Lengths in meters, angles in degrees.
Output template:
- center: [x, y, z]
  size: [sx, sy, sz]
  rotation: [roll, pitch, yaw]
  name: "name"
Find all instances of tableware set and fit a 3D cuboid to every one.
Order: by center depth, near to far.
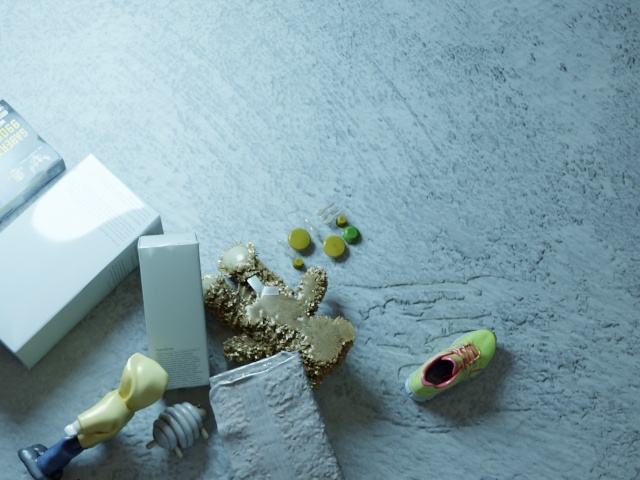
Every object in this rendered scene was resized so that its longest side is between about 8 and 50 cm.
- center: [0.000, 0.000, 1.916]
  size: [0.154, 0.024, 0.104]
  rotation: [-37, 82, -18]
  name: "tableware set"

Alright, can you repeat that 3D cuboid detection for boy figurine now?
- center: [-0.394, 0.313, 1.669]
  size: [0.285, 0.177, 0.092]
  rotation: [-42, 81, 4]
  name: "boy figurine"

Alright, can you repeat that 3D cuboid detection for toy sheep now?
- center: [-0.261, 0.345, 1.735]
  size: [0.132, 0.091, 0.091]
  rotation: [-33, 77, -34]
  name: "toy sheep"

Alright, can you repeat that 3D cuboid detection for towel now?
- center: [-0.080, 0.352, 1.714]
  size: [0.187, 0.049, 0.282]
  rotation: [-21, 92, 4]
  name: "towel"

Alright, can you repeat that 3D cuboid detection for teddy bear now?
- center: [-0.091, 0.144, 1.823]
  size: [0.338, 0.113, 0.245]
  rotation: [20, 63, 9]
  name: "teddy bear"

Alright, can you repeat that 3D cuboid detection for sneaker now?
- center: [0.262, 0.237, 1.822]
  size: [0.208, 0.094, 0.081]
  rotation: [-34, 76, -17]
  name: "sneaker"

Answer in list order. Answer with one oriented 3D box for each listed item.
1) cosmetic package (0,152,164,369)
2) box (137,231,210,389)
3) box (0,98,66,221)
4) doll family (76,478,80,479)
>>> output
- center: [-0.490, 0.038, 1.779]
  size: [0.197, 0.155, 0.365]
  rotation: [42, 73, 9]
  name: "cosmetic package"
- center: [-0.267, 0.129, 1.737]
  size: [0.113, 0.094, 0.275]
  rotation: [-4, 103, -9]
  name: "box"
- center: [-0.654, -0.141, 1.876]
  size: [0.183, 0.056, 0.231]
  rotation: [44, 73, 10]
  name: "box"
- center: [-0.453, 0.540, 1.628]
  size: [0.163, 0.118, 0.263]
  rotation: [-25, 76, -13]
  name: "doll family"
